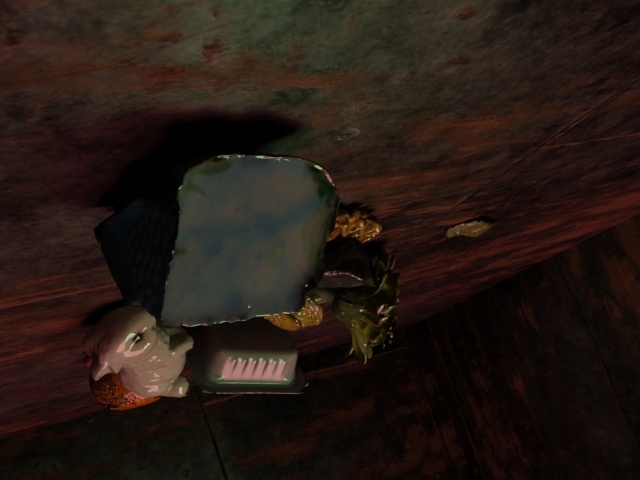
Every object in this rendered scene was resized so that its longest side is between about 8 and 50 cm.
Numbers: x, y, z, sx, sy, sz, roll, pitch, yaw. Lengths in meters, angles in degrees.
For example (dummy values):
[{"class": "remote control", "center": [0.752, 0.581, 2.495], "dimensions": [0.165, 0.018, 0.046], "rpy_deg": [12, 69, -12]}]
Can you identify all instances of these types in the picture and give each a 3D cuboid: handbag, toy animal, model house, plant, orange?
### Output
[{"class": "handbag", "center": [0.021, 0.069, 1.440], "dimensions": [0.175, 0.088, 0.270], "rpy_deg": [-14, 169, 10]}, {"class": "toy animal", "center": [-0.438, 0.257, 1.583], "dimensions": [0.258, 0.194, 0.357], "rpy_deg": [-16, 154, 5]}, {"class": "model house", "center": [-0.151, -0.027, 0.941], "dimensions": [0.261, 0.226, 0.241], "rpy_deg": [-1, -166, -42]}, {"class": "plant", "center": [0.102, 0.157, 1.741], "dimensions": [0.297, 0.306, 0.261], "rpy_deg": [25, 171, -32]}, {"class": "orange", "center": [-0.549, 0.394, 1.938], "dimensions": [0.234, 0.182, 0.234], "rpy_deg": [-19, 179, 0]}]

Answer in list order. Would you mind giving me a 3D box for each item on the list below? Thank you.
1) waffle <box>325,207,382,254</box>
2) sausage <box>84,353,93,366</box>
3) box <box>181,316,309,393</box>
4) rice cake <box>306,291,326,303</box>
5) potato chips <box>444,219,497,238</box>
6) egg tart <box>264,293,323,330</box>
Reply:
[{"class": "waffle", "center": [0.000, 0.001, 1.411], "dimensions": [0.253, 0.056, 0.249], "rpy_deg": [-25, 165, 28]}, {"class": "sausage", "center": [-0.578, 0.296, 1.790], "dimensions": [0.177, 0.040, 0.047], "rpy_deg": [-30, 153, 36]}, {"class": "box", "center": [-0.197, 0.290, 1.831], "dimensions": [0.337, 0.264, 0.106], "rpy_deg": [8, 120, -31]}, {"class": "rice cake", "center": [-0.002, 0.153, 1.951], "dimensions": [0.336, 0.063, 0.066], "rpy_deg": [-14, 168, -17]}, {"class": "potato chips", "center": [0.431, -0.036, 1.891], "dimensions": [0.209, 0.026, 0.142], "rpy_deg": [-10, 166, -25]}, {"class": "egg tart", "center": [-0.089, 0.177, 1.726], "dimensions": [0.074, 0.191, 0.191], "rpy_deg": [-60, -174, -28]}]
